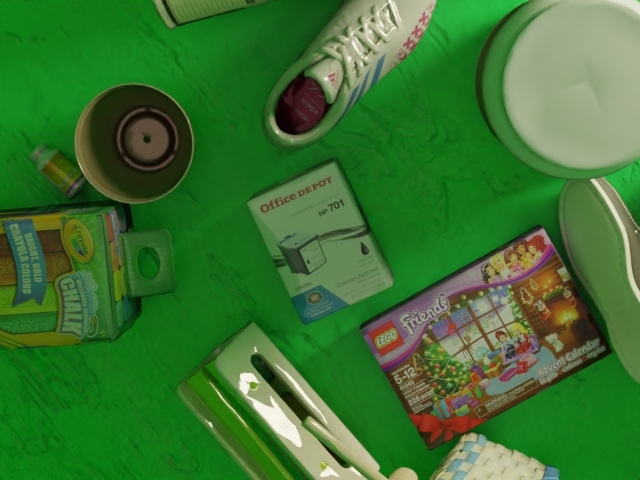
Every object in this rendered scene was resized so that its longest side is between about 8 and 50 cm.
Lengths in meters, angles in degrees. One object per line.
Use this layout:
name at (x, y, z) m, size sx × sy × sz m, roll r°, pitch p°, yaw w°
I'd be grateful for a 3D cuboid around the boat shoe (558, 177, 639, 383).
boat shoe at (0.421, 0.045, 1.863) m, size 0.091 × 0.109 × 0.305 m, roll -19°, pitch 84°, yaw -35°

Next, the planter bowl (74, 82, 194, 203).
planter bowl at (-0.245, -0.136, 1.874) m, size 0.162 × 0.109 × 0.162 m, roll 1°, pitch 98°, yaw 5°

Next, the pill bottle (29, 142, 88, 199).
pill bottle at (-0.368, -0.099, 1.920) m, size 0.083 × 0.043 × 0.043 m, roll 41°, pitch 98°, yaw -3°

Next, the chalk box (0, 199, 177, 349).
chalk box at (-0.346, 0.043, 1.870) m, size 0.289 × 0.179 × 0.180 m, roll -5°, pitch 98°, yaw 5°

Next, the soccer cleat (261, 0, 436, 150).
soccer cleat at (0.045, -0.248, 1.822) m, size 0.116 × 0.143 × 0.331 m, roll 39°, pitch 98°, yaw -2°

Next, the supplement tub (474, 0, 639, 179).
supplement tub at (0.317, -0.199, 1.718) m, size 0.235 × 0.325 × 0.235 m, roll 1°, pitch 98°, yaw 4°

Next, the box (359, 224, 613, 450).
box at (0.229, 0.136, 1.904) m, size 0.293 × 0.057 × 0.201 m, roll -30°, pitch 94°, yaw 7°

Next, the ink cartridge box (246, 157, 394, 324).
ink cartridge box at (0.000, 0.000, 1.891) m, size 0.139 × 0.082 × 0.191 m, roll -25°, pitch 97°, yaw 7°

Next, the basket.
basket at (0.266, 0.410, 1.851) m, size 0.289 × 0.255 × 0.201 m, roll 31°, pitch 113°, yaw 13°

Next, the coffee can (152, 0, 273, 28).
coffee can at (-0.093, -0.406, 1.781) m, size 0.275 × 0.201 × 0.201 m, roll -14°, pitch 96°, yaw 6°

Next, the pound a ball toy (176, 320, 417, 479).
pound a ball toy at (-0.015, 0.253, 1.877) m, size 0.319 × 0.136 × 0.208 m, roll 48°, pitch 138°, yaw -3°
